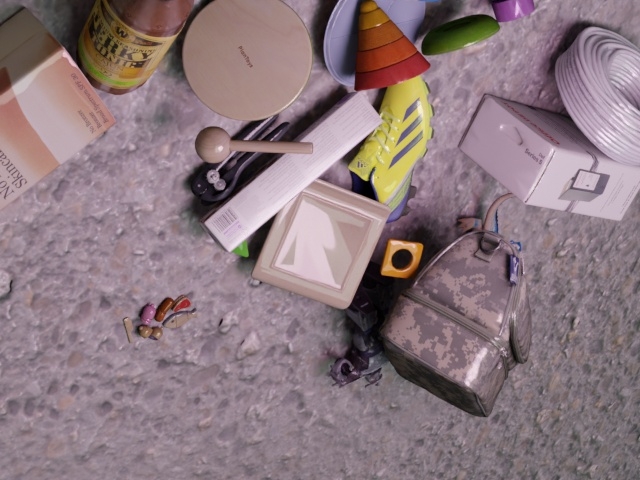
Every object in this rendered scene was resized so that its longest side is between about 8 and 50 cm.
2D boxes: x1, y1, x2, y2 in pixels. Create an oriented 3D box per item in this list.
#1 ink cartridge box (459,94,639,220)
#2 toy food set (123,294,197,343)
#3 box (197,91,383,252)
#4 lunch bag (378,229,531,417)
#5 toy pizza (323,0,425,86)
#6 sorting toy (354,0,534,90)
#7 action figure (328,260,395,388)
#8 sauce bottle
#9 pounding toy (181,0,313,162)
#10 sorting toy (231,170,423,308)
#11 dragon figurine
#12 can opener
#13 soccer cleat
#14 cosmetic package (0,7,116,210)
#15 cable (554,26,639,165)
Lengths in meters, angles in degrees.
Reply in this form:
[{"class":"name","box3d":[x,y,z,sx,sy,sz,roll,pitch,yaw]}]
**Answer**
[{"class":"ink cartridge box","box3d":[0.410,-0.144,2.188,0.273,0.198,0.114,8,118,-41]},{"class":"toy food set","box3d":[-0.255,0.125,2.008,0.122,0.019,0.078,-26,134,-20]},{"class":"box","box3d":[-0.047,-0.107,1.930,0.324,0.063,0.067,-42,103,-10]},{"class":"lunch bag","box3d":[0.256,0.137,2.133,0.256,0.213,0.305,-59,160,-11]},{"class":"toy pizza","box3d":[0.079,-0.330,1.904,0.201,0.032,0.201,-26,137,-28]},{"class":"sorting toy","box3d":[0.181,-0.352,1.908,0.365,0.127,0.126,-30,109,-29]},{"class":"action figure","box3d":[0.091,0.179,2.263,0.185,0.099,0.285,-38,143,-27]},{"class":"sauce bottle","box3d":[-0.219,-0.285,1.517,0.111,0.111,0.344,-21,173,-25]},{"class":"pounding toy","box3d":[-0.101,-0.230,1.781,0.183,0.110,0.236,-4,89,-1]},{"class":"sorting toy","box3d":[0.000,0.000,2.038,0.348,0.047,0.196,21,102,-20]},{"class":"dragon figurine","box3d":[0.313,0.015,2.316,0.144,0.085,0.289,5,123,-42]},{"class":"can opener","box3d":[-0.125,-0.129,1.899,0.059,0.073,0.186,43,88,-9]},{"class":"soccer cleat","box3d":[0.107,-0.149,2.028,0.121,0.093,0.289,-7,125,-25]},{"class":"cosmetic package","box3d":[-0.433,-0.137,1.588,0.296,0.129,0.153,-39,138,-6]},{"class":"cable","box3d":[0.522,-0.251,2.166,0.257,0.257,0.089,-5,154,-43]}]
